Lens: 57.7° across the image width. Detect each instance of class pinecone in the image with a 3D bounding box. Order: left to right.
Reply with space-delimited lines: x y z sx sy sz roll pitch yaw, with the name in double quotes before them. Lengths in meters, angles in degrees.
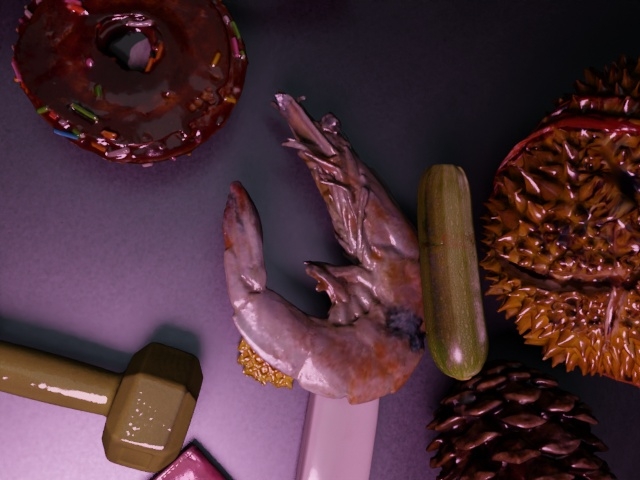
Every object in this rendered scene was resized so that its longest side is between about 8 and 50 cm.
"pinecone" 0.211 0.230 0.603 0.184 0.179 0.204 -27 57 -12

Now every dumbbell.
"dumbbell" -0.268 0.126 0.548 0.302 0.121 0.108 18 47 -10

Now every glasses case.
"glasses case" 0.020 0.216 0.634 0.076 0.049 0.197 13 75 -13

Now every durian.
"durian" 0.346 -0.018 0.624 0.384 0.347 0.347 -37 91 -15

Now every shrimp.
"shrimp" 0.000 0.000 0.630 0.247 0.085 0.360 -15 82 -31

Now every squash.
"squash" 0.139 0.032 0.621 0.066 0.066 0.229 0 79 -14

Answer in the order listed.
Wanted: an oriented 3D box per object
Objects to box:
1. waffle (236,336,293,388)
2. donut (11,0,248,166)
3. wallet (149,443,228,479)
"waffle" -0.051 0.125 0.651 0.085 0.016 0.078 9 78 -12
"donut" -0.199 -0.189 0.630 0.235 0.089 0.235 2 81 -14
"wallet" -0.101 0.334 0.598 0.119 0.025 0.232 -42 93 -18
